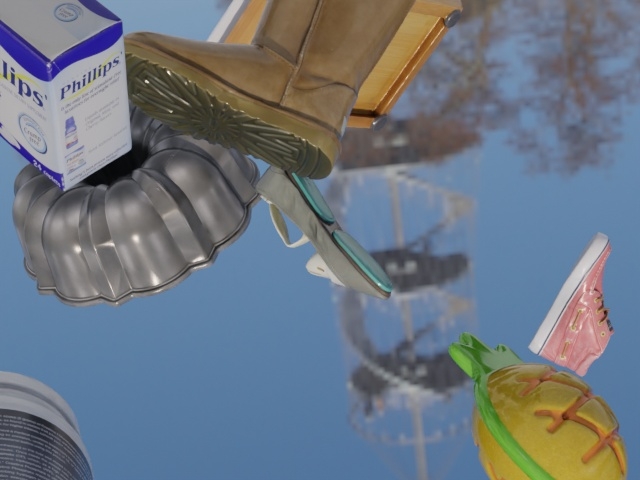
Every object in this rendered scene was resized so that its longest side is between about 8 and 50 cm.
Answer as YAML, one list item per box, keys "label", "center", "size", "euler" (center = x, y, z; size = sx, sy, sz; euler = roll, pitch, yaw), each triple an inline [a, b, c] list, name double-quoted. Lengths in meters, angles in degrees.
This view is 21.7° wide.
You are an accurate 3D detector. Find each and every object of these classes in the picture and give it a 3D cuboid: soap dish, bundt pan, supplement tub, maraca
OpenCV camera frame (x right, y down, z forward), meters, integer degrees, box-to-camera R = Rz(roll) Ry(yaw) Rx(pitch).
- label: "soap dish"
  center: [0.019, -0.234, 1.901]
  size: [0.118, 0.229, 0.291]
  euler: [47, -155, 24]
- label: "bundt pan"
  center: [-0.247, -0.070, 2.121]
  size: [0.331, 0.124, 0.331]
  euler: [-13, -141, 11]
- label: "supplement tub"
  center: [-0.301, 0.262, 1.523]
  size: [0.191, 0.191, 0.272]
  euler: [-8, -150, -4]
- label: "maraca"
  center: [0.161, 0.135, 1.244]
  size: [0.127, 0.099, 0.185]
  euler: [24, -156, -40]

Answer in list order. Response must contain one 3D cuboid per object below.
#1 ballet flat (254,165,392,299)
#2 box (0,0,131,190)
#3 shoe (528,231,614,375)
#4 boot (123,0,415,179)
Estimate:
- label: "ballet flat"
  center: [0.000, 0.000, 1.886]
  size: [0.068, 0.213, 0.072]
  euler: [-43, 159, 16]
- label: "box"
  center: [-0.210, -0.131, 1.254]
  size: [0.072, 0.137, 0.126]
  euler: [-35, -121, -29]
- label: "shoe"
  center: [0.324, 0.079, 2.009]
  size: [0.081, 0.178, 0.063]
  euler: [29, -154, 7]
- label: "boot"
  center: [-0.044, -0.207, 1.518]
  size: [0.236, 0.089, 0.269]
  euler: [26, -119, -8]
